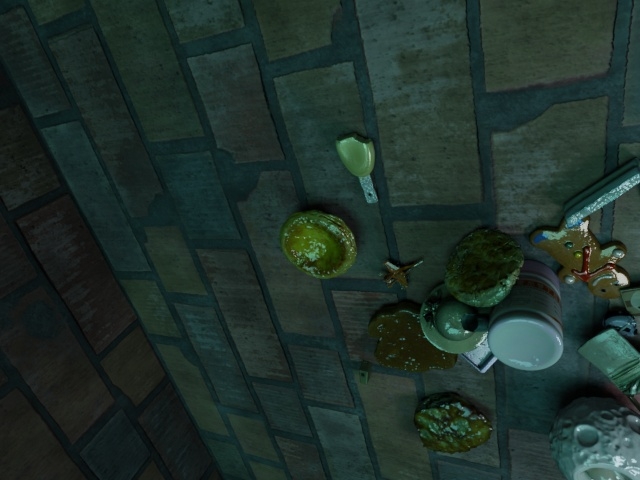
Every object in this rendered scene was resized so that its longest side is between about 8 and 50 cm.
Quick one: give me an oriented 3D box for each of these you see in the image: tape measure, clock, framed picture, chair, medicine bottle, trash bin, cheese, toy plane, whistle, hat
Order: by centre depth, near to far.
[{"bbox_3d":[1.020,0.172,1.298,0.200,0.010,0.136,-17,127,34],"label":"framed picture"},{"bbox_3d":[0.634,0.220,1.354,0.202,0.316,0.202,12,124,19],"label":"medicine bottle"},{"bbox_3d":[0.947,0.263,1.384,0.091,0.054,0.094,-8,134,38],"label":"tape measure"},{"bbox_3d":[1.014,0.414,1.387,0.319,0.186,0.160,54,140,26],"label":"chair"},{"bbox_3d":[0.573,0.275,1.462,0.062,0.312,0.062,-11,74,45],"label":"whistle"},{"bbox_3d":[0.143,-0.241,1.480,0.127,0.050,0.256,-9,117,30],"label":"cheese"},{"bbox_3d":[0.471,0.270,1.511,0.256,0.130,0.258,-1,85,13],"label":"hat"},{"bbox_3d":[0.562,0.368,1.605,0.193,0.073,0.145,40,96,0],"label":"clock"},{"bbox_3d":[0.307,0.112,1.627,0.188,0.062,0.135,-37,100,25],"label":"toy plane"},{"bbox_3d":[0.205,0.602,1.993,0.042,0.061,0.092,10,127,21],"label":"trash bin"}]

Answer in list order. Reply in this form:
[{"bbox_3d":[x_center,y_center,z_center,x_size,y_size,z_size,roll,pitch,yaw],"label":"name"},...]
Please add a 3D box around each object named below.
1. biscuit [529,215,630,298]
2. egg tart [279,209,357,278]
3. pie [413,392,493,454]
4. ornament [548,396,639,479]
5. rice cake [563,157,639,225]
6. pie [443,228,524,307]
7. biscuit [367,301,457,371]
[{"bbox_3d":[0.813,0.060,1.333,0.324,0.049,0.205,46,129,-9],"label":"biscuit"},{"bbox_3d":[0.000,0.000,1.662,0.318,0.128,0.319,13,127,18],"label":"egg tart"},{"bbox_3d":[0.570,0.805,1.909,0.354,0.103,0.288,-35,101,34],"label":"pie"},{"bbox_3d":[0.971,0.704,1.503,0.336,0.337,0.337,13,126,19],"label":"ornament"},{"bbox_3d":[0.772,-0.131,1.204,0.040,0.085,0.226,38,130,-9],"label":"rice cake"},{"bbox_3d":[0.508,0.087,1.381,0.055,0.274,0.274,27,136,-29],"label":"pie"},{"bbox_3d":[0.363,0.406,1.773,0.359,0.074,0.381,47,130,-7],"label":"biscuit"}]
